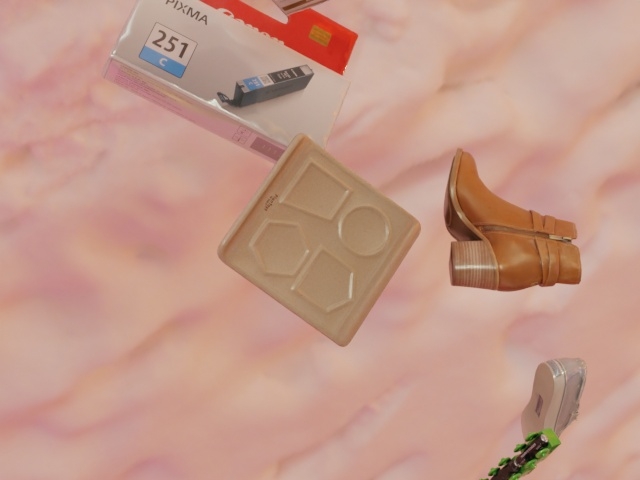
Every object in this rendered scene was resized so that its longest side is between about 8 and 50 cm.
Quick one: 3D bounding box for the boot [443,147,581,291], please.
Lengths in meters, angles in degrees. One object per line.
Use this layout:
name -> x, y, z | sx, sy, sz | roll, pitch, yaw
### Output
boot -> 0.226, -0.024, 1.293 | 0.152, 0.197, 0.073 | 0, 150, 0

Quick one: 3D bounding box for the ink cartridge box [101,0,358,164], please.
ink cartridge box -> -0.100, -0.259, 1.436 | 0.296, 0.261, 0.066 | 26, 152, -12

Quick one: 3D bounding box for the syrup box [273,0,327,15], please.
syrup box -> -0.054, -0.356, 1.192 | 0.096, 0.093, 0.237 | -17, 153, 20

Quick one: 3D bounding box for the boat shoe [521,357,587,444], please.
boat shoe -> 0.380, 0.271, 1.747 | 0.081, 0.079, 0.227 | -10, 136, -13

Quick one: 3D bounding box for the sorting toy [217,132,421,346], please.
sorting toy -> 0.000, 0.000, 1.359 | 0.208, 0.038, 0.193 | 38, 75, -13

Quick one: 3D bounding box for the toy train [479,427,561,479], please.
toy train -> 0.122, 0.146, 0.689 | 0.024, 0.017, 0.083 | -7, 144, -40
